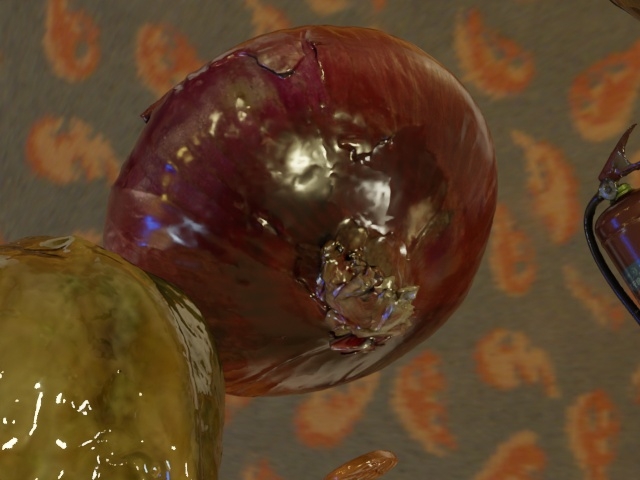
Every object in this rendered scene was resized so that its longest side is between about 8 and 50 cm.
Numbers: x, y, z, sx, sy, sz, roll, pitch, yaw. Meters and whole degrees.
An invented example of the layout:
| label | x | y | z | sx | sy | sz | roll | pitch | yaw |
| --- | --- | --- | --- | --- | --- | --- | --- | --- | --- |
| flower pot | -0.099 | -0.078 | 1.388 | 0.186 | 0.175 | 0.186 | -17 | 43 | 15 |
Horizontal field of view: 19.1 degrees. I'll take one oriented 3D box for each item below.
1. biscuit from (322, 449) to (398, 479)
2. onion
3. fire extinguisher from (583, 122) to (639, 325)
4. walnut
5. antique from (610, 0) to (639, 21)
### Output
| label | x | y | z | sx | sy | sz | roll | pitch | yaw |
| --- | --- | --- | --- | --- | --- | --- | --- | --- | --- |
| biscuit | 0.034 | 0.219 | 1.774 | 0.078 | 0.091 | 0.015 | -34 | 71 | 18 |
| onion | 0.000 | 0.000 | 1.577 | 0.347 | 0.285 | 0.348 | -11 | 124 | -17 |
| fire extinguisher | 0.148 | 0.020 | 0.776 | 0.039 | 0.056 | 0.132 | -21 | 74 | -45 |
| walnut | -0.167 | 0.134 | 1.126 | 0.227 | 0.283 | 0.283 | 7 | 84 | -43 |
| antique | 0.028 | -0.157 | 0.398 | 0.284 | 0.125 | 0.150 | 26 | 65 | 15 |
